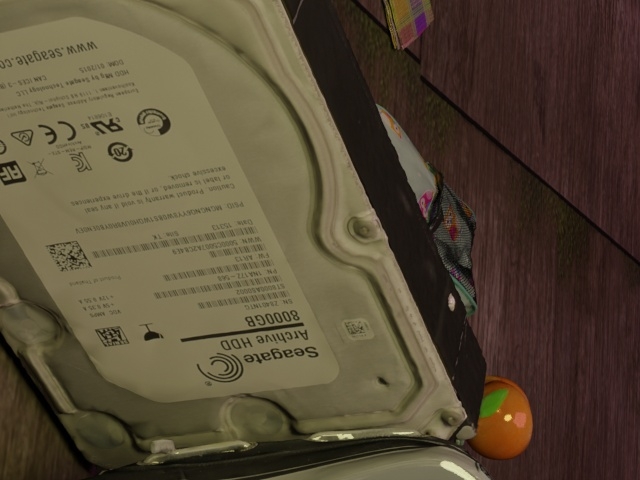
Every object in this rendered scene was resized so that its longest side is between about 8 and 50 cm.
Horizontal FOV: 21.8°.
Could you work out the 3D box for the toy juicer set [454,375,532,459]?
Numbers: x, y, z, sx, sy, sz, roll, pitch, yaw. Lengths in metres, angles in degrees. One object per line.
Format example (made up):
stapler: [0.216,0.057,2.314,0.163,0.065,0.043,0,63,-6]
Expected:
toy juicer set: [0.114,0.229,1.344,0.329,0.090,0.209,88,7,-59]

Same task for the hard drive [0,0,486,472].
hard drive: [-0.077,-0.016,0.839,0.064,0.237,0.339,-74,148,-46]

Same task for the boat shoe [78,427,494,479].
boat shoe: [-0.064,0.150,0.835,0.105,0.306,0.113,-114,-171,-79]

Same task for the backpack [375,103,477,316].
backpack: [0.000,0.000,1.063,0.188,0.166,0.144,56,30,-39]

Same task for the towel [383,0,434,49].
towel: [0.073,-0.199,1.397,0.083,0.009,0.060,-47,126,-56]
